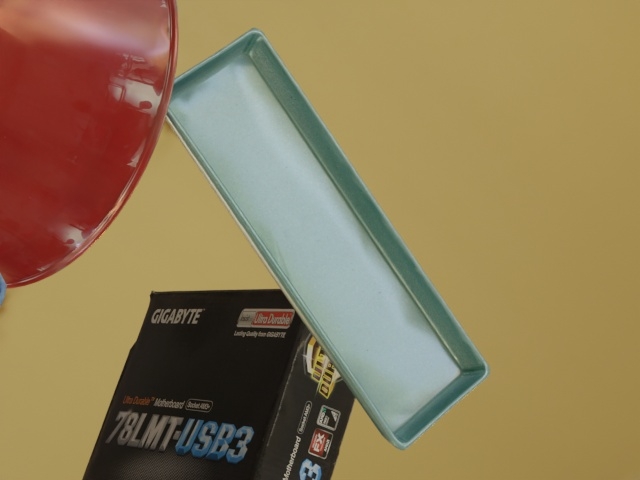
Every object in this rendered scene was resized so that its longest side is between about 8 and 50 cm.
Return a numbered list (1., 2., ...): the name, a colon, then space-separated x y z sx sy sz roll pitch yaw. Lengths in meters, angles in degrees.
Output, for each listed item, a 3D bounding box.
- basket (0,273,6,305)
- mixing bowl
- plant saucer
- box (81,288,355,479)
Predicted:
1. basket: -0.209 -0.006 0.527 0.254 0.201 0.289 -28 162 -53
2. mixing bowl: -0.159 -0.077 0.831 0.181 0.098 0.181 -15 -113 39
3. plant saucer: 0.000 0.000 0.862 0.067 0.192 0.018 -37 -174 -34
4. box: -0.094 0.183 1.488 0.295 0.073 0.293 -1 -112 60
